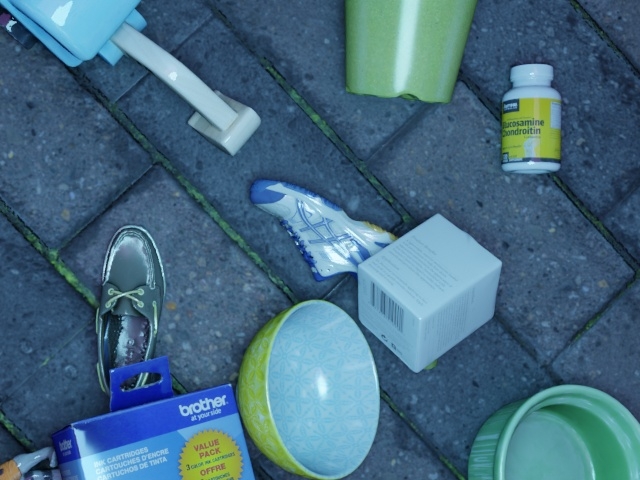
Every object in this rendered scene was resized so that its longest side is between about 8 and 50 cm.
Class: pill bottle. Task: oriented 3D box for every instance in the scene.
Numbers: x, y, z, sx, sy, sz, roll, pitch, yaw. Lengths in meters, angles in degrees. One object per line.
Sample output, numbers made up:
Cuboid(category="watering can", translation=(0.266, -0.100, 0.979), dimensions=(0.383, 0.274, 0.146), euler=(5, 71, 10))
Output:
Cuboid(category="pill bottle", translation=(0.372, -0.212, 1.488), dimensions=(0.103, 0.103, 0.184), euler=(1, 89, -6))

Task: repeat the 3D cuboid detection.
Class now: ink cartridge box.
Cuboid(category="ink cartridge box", translation=(-0.248, 0.389, 1.312), dimensions=(0.270, 0.151, 0.395), euler=(-10, 77, -32))

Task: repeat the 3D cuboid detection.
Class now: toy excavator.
Cuboid(category="toy excavator", translation=(-0.333, -0.338, 1.341), dimensions=(0.445, 0.433, 0.222), euler=(38, 85, 24))

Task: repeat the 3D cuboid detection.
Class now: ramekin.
Cuboid(category="ramekin", translation=(0.399, 0.402, 1.427), dimensions=(0.304, 0.148, 0.303), euler=(5, 74, -17))

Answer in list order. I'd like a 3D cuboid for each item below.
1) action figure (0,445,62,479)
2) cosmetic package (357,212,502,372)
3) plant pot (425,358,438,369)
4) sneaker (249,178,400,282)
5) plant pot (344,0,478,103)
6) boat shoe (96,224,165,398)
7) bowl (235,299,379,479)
Cuboid(category="action figure", translation=(-0.575, 0.468, 1.389), dimensions=(0.331, 0.178, 0.341), euler=(-2, 119, 0))
Cuboid(category="cosmetic package", translation=(0.177, 0.085, 1.393), dimensions=(0.184, 0.151, 0.151), euler=(-31, 53, -23))
Cuboid(category="plant pot", translation=(0.181, 0.182, 1.483), dimensions=(0.083, 0.083, 0.079), euler=(0, 101, -6))
Cuboid(category="sneaker", translation=(0.000, 0.000, 1.445), dimensions=(0.297, 0.112, 0.130), euler=(27, 87, -4))
Cuboid(category="plant pot", translation=(0.143, -0.362, 1.407), dimensions=(0.276, 0.276, 0.253), euler=(6, 101, -6))
Cuboid(category="boat shoe", translation=(-0.321, 0.125, 1.420), dimensions=(0.109, 0.091, 0.304), euler=(2, 89, -6))
Cuboid(category="bowl", translation=(-0.046, 0.252, 1.399), dimensions=(0.156, 0.289, 0.289), euler=(-16, 91, 37))
